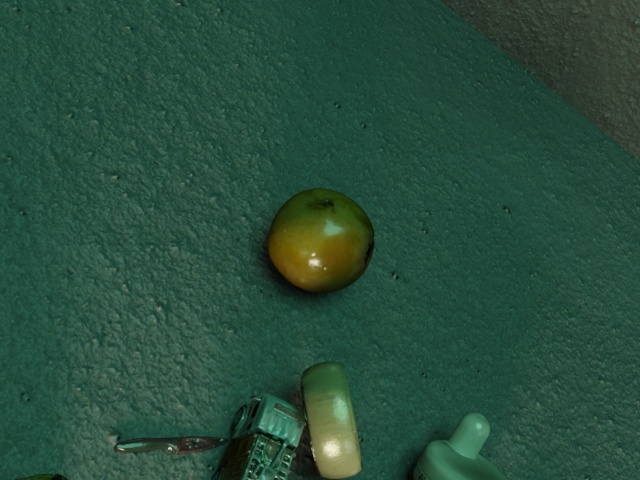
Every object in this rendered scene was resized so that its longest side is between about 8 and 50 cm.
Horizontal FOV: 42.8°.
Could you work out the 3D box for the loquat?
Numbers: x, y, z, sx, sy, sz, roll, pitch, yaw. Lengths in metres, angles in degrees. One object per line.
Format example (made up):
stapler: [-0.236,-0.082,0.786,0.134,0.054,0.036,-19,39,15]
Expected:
loquat: [0.000,0.000,1.991,0.262,0.263,0.263,14,57,-22]

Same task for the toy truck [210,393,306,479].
toy truck: [-0.130,0.467,1.677,0.136,0.162,0.306,30,54,-14]

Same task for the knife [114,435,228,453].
knife: [-0.306,0.426,1.700,0.247,0.018,0.036,5,58,-28]

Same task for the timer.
timer: [0.334,0.533,1.857,0.233,0.240,0.233,26,11,-5]

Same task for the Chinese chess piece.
Chinese chess piece: [0.024,0.387,1.767,0.103,0.250,0.250,-11,65,1]

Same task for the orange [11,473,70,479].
orange: [-0.544,0.571,1.350,0.210,0.271,0.369,-2,52,19]
